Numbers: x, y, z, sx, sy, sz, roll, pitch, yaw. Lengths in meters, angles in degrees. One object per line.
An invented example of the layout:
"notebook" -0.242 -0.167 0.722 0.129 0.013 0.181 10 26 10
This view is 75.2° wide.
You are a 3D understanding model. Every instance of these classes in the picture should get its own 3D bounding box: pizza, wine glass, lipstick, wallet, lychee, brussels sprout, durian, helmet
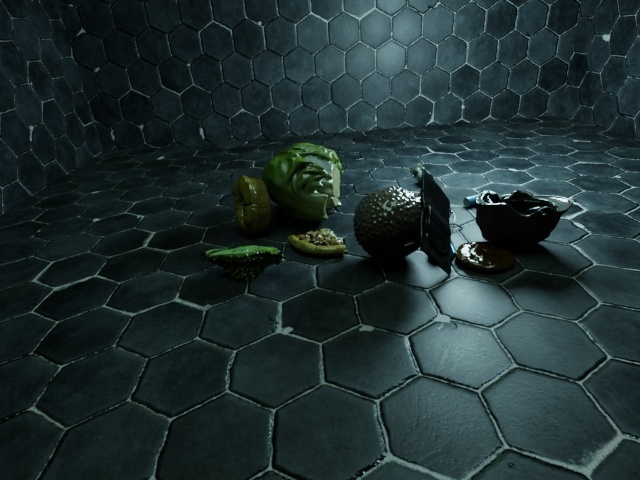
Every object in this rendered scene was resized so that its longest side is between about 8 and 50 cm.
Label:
"pizza" 0.000 0.000 1.727 0.292 0.058 0.197 14 31 32
"wine glass" 0.574 -0.369 2.347 0.079 0.079 0.195 -6 26 -3
"lipstick" 0.771 -0.202 2.020 0.157 0.048 0.048 -14 28 -20
"wallet" 0.409 -0.065 1.469 0.041 0.247 0.323 -14 57 34
"lychee" 0.269 -0.064 1.564 0.299 0.300 0.300 -3 27 2
"brussels sprout" -0.094 -0.283 1.991 0.360 0.343 0.425 0 25 15
"durian" -0.272 0.079 1.556 0.374 0.107 0.132 1 25 12
"helmet" 0.767 -0.077 1.612 0.337 0.197 0.271 3 20 0

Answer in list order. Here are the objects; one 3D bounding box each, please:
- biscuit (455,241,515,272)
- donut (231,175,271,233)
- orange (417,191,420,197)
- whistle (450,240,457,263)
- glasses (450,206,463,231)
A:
"biscuit" 0.610 0.057 1.547 0.211 0.036 0.212 -3 27 1
"donut" -0.308 -0.161 1.873 0.128 0.262 0.208 -7 -3 -31
"orange" 0.528 -0.199 1.976 0.135 0.118 0.136 -5 33 3
"whistle" 0.463 0.019 1.594 0.090 0.091 0.158 -1 28 7
"glasses" 0.563 -0.086 1.809 0.139 0.063 0.103 -21 33 -28
